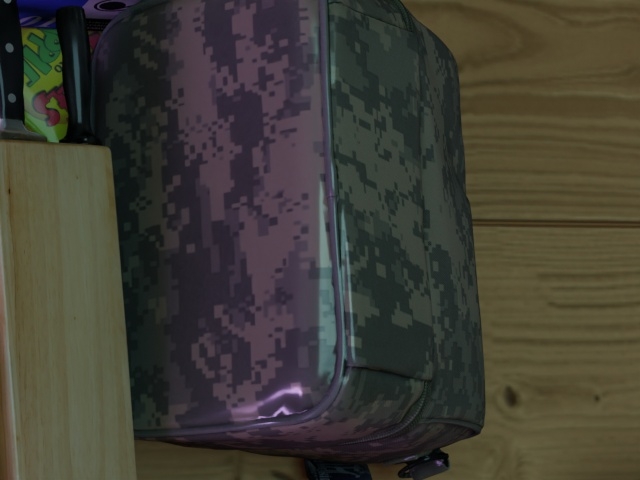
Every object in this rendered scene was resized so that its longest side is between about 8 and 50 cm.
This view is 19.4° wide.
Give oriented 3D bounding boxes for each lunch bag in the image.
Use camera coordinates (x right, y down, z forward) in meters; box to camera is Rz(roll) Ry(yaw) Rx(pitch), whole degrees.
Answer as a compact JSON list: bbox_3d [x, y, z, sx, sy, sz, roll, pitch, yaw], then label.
[{"bbox_3d":[0.000,0.000,1.220,0.256,0.212,0.305,12,71,-52],"label":"lunch bag"}]

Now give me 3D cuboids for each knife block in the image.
[{"bbox_3d":[-0.172,-0.012,1.112,0.088,0.242,0.276,1,35,-41],"label":"knife block"}]

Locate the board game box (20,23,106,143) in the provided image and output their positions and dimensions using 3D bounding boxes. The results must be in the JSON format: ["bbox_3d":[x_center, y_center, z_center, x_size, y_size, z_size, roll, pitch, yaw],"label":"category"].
[{"bbox_3d":[-0.206,-0.134,1.250,0.181,0.043,0.092,42,65,-11],"label":"board game box"}]

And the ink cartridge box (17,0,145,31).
[{"bbox_3d":[-0.145,-0.169,1.206,0.207,0.097,0.046,1,78,-25],"label":"ink cartridge box"}]
